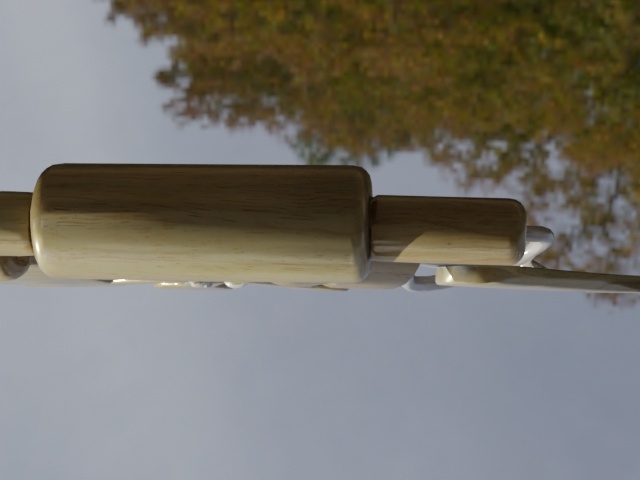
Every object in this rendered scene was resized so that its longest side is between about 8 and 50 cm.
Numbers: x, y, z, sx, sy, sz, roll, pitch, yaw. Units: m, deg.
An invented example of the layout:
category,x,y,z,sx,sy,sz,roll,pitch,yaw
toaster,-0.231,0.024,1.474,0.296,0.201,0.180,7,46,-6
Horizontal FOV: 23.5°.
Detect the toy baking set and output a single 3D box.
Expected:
category,x,y,z,sx,sy,sz,roll,pitch,yaw
toy baking set,-0.002,0.000,0.466,0.256,0.030,0.197,0,177,10
